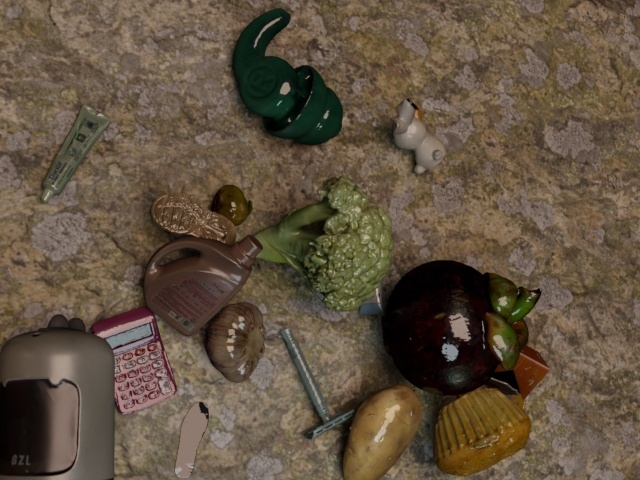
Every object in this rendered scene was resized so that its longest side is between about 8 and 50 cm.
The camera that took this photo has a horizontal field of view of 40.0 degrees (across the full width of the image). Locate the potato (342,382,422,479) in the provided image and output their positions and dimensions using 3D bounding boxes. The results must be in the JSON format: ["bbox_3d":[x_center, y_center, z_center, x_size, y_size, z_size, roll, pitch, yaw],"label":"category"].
[{"bbox_3d":[0.123,0.403,1.847,0.161,0.128,0.234,-8,122,-45],"label":"potato"}]

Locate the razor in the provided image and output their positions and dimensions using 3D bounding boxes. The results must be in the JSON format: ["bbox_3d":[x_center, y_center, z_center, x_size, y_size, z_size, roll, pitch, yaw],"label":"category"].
[{"bbox_3d":[-0.025,0.290,1.848,0.106,0.068,0.231,-22,85,-26],"label":"razor"}]

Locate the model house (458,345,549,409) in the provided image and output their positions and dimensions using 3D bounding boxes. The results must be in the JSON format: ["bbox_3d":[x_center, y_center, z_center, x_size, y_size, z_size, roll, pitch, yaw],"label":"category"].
[{"bbox_3d":[0.434,0.299,2.005,0.219,0.136,0.207,30,70,-18],"label":"model house"}]

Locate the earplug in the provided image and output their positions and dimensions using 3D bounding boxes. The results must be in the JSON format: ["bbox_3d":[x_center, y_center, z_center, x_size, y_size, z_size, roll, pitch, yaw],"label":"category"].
[{"bbox_3d":[-0.065,-0.327,1.885,0.280,0.164,0.257,37,32,-28],"label":"earplug"}]

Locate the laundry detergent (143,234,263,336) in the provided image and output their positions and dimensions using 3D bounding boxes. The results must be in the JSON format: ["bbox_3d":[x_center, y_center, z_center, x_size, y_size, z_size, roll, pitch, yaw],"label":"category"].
[{"bbox_3d":[-0.236,0.058,1.704,0.171,0.076,0.237,40,105,-18],"label":"laundry detergent"}]

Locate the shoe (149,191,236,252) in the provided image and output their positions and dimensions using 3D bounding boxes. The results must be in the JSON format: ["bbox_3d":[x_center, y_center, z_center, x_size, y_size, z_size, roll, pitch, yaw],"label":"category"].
[{"bbox_3d":[-0.261,-0.030,1.767,0.180,0.092,0.089,27,68,-15],"label":"shoe"}]

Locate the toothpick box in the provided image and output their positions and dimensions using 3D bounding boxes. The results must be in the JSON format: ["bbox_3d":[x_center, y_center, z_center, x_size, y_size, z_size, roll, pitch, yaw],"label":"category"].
[{"bbox_3d":[-0.466,0.290,1.570,0.229,0.229,0.316,4,79,-24],"label":"toothpick box"}]

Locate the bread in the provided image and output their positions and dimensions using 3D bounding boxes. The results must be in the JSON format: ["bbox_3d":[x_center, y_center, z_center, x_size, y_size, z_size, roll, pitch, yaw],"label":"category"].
[{"bbox_3d":[0.344,0.422,1.909,0.240,0.240,0.139,-14,59,-25],"label":"bread"}]

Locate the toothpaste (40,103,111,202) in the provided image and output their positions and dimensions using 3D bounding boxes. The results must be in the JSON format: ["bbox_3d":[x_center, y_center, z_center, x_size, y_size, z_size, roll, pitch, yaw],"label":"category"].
[{"bbox_3d":[-0.485,-0.166,1.713,0.064,0.041,0.218,29,68,-12],"label":"toothpaste"}]

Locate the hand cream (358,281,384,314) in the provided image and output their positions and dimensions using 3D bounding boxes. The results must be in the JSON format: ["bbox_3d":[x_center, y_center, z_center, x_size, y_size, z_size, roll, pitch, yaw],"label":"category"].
[{"bbox_3d":[0.114,0.079,1.940,0.043,0.065,0.170,16,72,-54],"label":"hand cream"}]

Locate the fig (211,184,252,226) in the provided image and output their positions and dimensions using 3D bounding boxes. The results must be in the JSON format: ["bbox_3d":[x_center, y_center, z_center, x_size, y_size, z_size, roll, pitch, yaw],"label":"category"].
[{"bbox_3d":[-0.178,-0.065,1.819,0.098,0.082,0.084,21,38,-36],"label":"fig"}]

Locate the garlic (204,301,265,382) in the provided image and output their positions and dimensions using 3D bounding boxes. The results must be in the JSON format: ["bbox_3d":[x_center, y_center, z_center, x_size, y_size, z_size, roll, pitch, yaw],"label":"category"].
[{"bbox_3d":[-0.172,0.198,1.759,0.147,0.102,0.159,-27,121,-55],"label":"garlic"}]

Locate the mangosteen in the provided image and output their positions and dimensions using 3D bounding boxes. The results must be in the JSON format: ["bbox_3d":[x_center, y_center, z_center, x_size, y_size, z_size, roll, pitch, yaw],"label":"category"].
[{"bbox_3d":[0.280,0.179,1.859,0.311,0.311,0.311,4,81,-24],"label":"mangosteen"}]

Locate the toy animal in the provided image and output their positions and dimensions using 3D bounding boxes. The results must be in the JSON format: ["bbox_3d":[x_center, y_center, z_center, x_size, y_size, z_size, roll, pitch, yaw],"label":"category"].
[{"bbox_3d":[0.217,-0.254,1.998,0.182,0.127,0.131,42,74,-26],"label":"toy animal"}]

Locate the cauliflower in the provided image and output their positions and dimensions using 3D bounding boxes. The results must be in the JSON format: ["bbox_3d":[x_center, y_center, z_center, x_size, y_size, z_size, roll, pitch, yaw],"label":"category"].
[{"bbox_3d":[0.023,-0.003,1.814,0.281,0.326,0.260,29,45,28],"label":"cauliflower"}]

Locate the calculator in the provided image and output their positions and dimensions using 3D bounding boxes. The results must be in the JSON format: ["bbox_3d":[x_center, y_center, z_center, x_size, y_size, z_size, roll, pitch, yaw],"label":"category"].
[{"bbox_3d":[-0.362,0.233,1.712,0.127,0.034,0.190,-18,96,-26],"label":"calculator"}]

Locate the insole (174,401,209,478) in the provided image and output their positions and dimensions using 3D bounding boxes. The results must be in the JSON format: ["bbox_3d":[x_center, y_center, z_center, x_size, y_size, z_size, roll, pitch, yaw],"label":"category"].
[{"bbox_3d":[-0.256,0.397,1.751,0.053,0.002,0.152,16,76,-22],"label":"insole"}]
